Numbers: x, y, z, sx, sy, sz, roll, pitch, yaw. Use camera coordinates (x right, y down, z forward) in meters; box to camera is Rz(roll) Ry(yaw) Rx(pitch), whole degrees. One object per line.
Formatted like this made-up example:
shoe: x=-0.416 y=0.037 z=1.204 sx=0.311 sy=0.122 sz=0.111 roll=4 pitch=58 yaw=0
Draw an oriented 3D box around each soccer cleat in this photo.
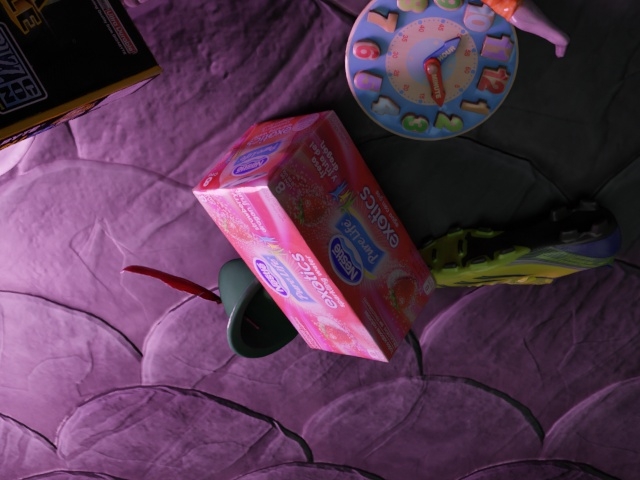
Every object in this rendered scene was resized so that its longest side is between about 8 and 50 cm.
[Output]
soccer cleat: x=0.267 y=0.031 z=1.021 sx=0.289 sy=0.093 sz=0.121 roll=-14 pitch=130 yaw=12

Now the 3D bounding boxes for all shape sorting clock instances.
shape sorting clock: x=0.132 y=-0.213 z=0.885 sx=0.206 sy=0.040 sz=0.206 roll=1 pitch=125 yaw=1

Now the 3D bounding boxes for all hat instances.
hat: x=-0.128 y=0.052 z=1.089 sx=0.173 sy=0.183 sz=0.208 roll=-55 pitch=148 yaw=-2

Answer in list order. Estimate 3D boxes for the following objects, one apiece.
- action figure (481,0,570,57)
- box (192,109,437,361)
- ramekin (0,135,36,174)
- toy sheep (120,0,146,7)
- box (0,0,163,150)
action figure: x=0.154 y=-0.362 z=0.700 sx=0.330 sy=0.179 sz=0.341 roll=15 pitch=122 yaw=-12
box: x=0.000 y=0.000 z=0.946 sx=0.154 sy=0.142 sz=0.300 roll=2 pitch=135 yaw=46
ramekin: x=-0.439 y=-0.213 z=0.852 sx=0.277 sy=0.135 sz=0.277 roll=1 pitch=125 yaw=2
toy sheep: x=-0.219 y=-0.303 z=0.811 sx=0.132 sy=0.091 sz=0.091 roll=26 pitch=123 yaw=1
box: x=-0.336 y=-0.249 z=0.690 sx=0.079 sy=0.257 sz=0.322 roll=-21 pitch=102 yaw=45
